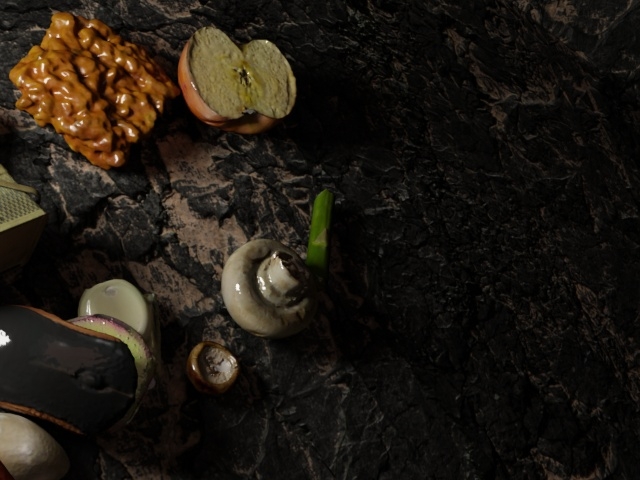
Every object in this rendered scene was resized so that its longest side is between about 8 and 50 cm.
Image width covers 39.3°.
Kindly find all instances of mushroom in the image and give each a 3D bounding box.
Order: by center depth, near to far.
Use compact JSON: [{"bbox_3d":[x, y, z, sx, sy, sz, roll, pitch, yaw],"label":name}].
[{"bbox_3d":[-0.220,0.262,1.830,0.123,0.052,0.123,24,45,-26],"label":"mushroom"},{"bbox_3d":[-0.102,0.102,1.930,0.226,0.178,0.226,21,57,-36],"label":"mushroom"}]

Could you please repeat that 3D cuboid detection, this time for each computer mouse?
[{"bbox_3d":[-0.477,0.223,1.571,0.323,0.116,0.182,20,76,-6],"label":"computer mouse"}]

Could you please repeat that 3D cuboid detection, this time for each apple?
[{"bbox_3d":[-0.217,-0.356,2.130,0.293,0.163,0.251,7,65,-32],"label":"apple"}]

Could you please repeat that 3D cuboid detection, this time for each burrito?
[{"bbox_3d":[-0.342,0.191,1.794,0.045,0.041,0.185,-9,63,5],"label":"burrito"}]

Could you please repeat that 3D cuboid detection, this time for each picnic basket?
[{"bbox_3d":[-0.629,-0.012,1.586,0.139,0.165,0.267,44,37,10],"label":"picnic basket"}]

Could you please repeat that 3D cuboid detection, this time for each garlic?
[{"bbox_3d":[-0.576,0.355,1.489,0.318,0.112,0.143,-2,67,-25],"label":"garlic"}]

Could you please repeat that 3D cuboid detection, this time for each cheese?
[{"bbox_3d":[-0.380,0.186,1.734,0.137,0.064,0.227,-21,78,-23],"label":"cheese"}]

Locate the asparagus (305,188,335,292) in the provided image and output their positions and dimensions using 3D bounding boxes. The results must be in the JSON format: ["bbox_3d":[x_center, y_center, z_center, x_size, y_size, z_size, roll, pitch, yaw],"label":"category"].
[{"bbox_3d":[-0.002,-0.001,2.145,0.060,0.067,0.277,7,52,-2],"label":"asparagus"}]

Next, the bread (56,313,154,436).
[{"bbox_3d":[-0.419,0.245,1.655,0.229,0.033,0.228,4,73,-14],"label":"bread"}]

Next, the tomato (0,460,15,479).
[{"bbox_3d":[-0.576,0.444,1.277,0.325,0.290,0.293,-35,94,-18],"label":"tomato"}]

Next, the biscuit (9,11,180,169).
[{"bbox_3d":[-0.492,-0.335,1.951,0.318,0.110,0.312,36,49,-15],"label":"biscuit"}]
